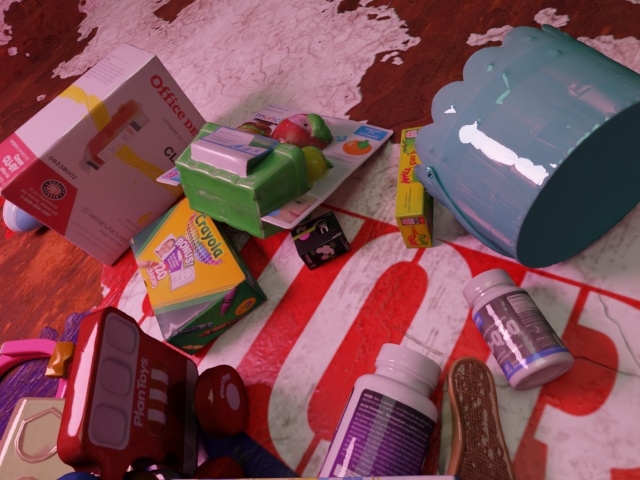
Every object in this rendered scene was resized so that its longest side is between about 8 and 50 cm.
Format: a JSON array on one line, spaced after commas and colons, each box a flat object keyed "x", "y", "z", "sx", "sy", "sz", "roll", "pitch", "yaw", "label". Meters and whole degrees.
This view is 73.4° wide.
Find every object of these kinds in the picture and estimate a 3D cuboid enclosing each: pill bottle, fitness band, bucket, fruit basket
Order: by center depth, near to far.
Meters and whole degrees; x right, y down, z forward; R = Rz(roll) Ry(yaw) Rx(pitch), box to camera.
[{"x": 0.076, "y": 0.229, "z": 0.513, "sx": 0.108, "sy": 0.108, "sz": 0.194, "roll": 13, "pitch": 64, "yaw": 31, "label": "pill bottle"}, {"x": 0.241, "y": 0.108, "z": 0.540, "sx": 0.078, "sy": 0.078, "sz": 0.137, "roll": -26, "pitch": 50, "yaw": 6, "label": "pill bottle"}, {"x": 0.285, "y": -0.110, "z": 0.554, "sx": 0.281, "sy": 0.281, "sz": 0.183, "roll": -33, "pitch": 49, "yaw": 0, "label": "bucket"}, {"x": -0.565, "y": 0.291, "z": 0.801, "sx": 0.290, "sy": 0.054, "sz": 0.209, "roll": -8, "pitch": 55, "yaw": 21, "label": "fitness band"}, {"x": -0.083, "y": -0.175, "z": 0.819, "sx": 0.326, "sy": 0.166, "sz": 0.353, "roll": 22, "pitch": 54, "yaw": 28, "label": "fruit basket"}]

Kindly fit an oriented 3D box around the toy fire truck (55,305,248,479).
[{"x": -0.221, "y": 0.262, "z": 0.532, "sx": 0.169, "sy": 0.254, "sz": 0.302, "roll": -19, "pitch": 52, "yaw": 12, "label": "toy fire truck"}]

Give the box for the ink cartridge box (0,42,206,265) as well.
[{"x": -0.437, "y": -0.183, "z": 0.923, "sx": 0.160, "sy": 0.279, "sz": 0.385, "roll": 32, "pitch": 75, "yaw": 37, "label": "ink cartridge box"}]

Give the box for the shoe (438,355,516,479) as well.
[{"x": 0.176, "y": 0.249, "z": 0.493, "sx": 0.076, "sy": 0.058, "sz": 0.219, "roll": 6, "pitch": 62, "yaw": 5, "label": "shoe"}]

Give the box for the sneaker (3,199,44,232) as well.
[{"x": -0.636, "y": -0.119, "z": 1.074, "sx": 0.208, "sy": 0.127, "sz": 0.319, "roll": 31, "pitch": 75, "yaw": 38, "label": "sneaker"}]

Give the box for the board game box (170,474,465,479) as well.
[{"x": -0.017, "y": 0.359, "z": 0.331, "sx": 0.301, "sy": 0.086, "sz": 0.308, "roll": -15, "pitch": 49, "yaw": 23, "label": "board game box"}]

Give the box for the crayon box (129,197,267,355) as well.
[{"x": -0.236, "y": 0.050, "z": 0.798, "sx": 0.165, "sy": 0.081, "sz": 0.278, "roll": -37, "pitch": 50, "yaw": -3, "label": "crayon box"}]

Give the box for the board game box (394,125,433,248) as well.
[{"x": 0.158, "y": -0.088, "z": 0.705, "sx": 0.043, "sy": 0.092, "sz": 0.181, "roll": -3, "pitch": 56, "yaw": 22, "label": "board game box"}]

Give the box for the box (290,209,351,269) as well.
[{"x": 0.000, "y": 0.000, "z": 0.744, "sx": 0.083, "sy": 0.052, "sz": 0.062, "roll": -26, "pitch": 50, "yaw": 4, "label": "box"}]

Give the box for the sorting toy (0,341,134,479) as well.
[{"x": -0.393, "y": 0.315, "z": 0.686, "sx": 0.228, "sy": 0.041, "sz": 0.307, "roll": 0, "pitch": 54, "yaw": 1, "label": "sorting toy"}]
